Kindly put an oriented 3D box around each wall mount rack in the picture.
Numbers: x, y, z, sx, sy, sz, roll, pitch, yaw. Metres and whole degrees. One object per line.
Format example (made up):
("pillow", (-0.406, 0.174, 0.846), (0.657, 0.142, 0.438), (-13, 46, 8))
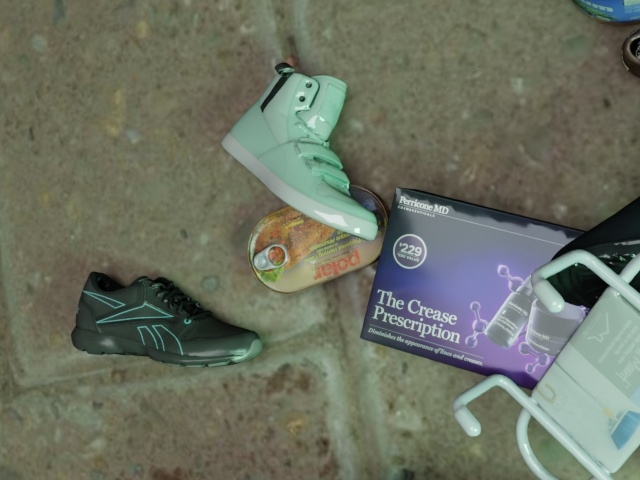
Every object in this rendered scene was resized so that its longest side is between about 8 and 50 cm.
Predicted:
("wall mount rack", (0.284, 0.186, 0.925), (0.304, 0.130, 0.350), (45, 137, 24))

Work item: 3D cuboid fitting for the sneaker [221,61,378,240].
("sneaker", (0.000, -0.114, 1.168), (0.256, 0.094, 0.151), (40, 99, 34))

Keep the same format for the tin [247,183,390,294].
("tin", (0.000, 0.000, 1.228), (0.189, 0.040, 0.106), (-21, 80, 18))

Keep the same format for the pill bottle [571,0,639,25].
("pill bottle", (0.303, -0.313, 0.991), (0.152, 0.272, 0.152), (0, 91, 19))

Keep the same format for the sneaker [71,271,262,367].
("sneaker", (-0.201, 0.102, 1.265), (0.267, 0.101, 0.106), (6, 90, 19))

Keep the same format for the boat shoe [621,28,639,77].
("boat shoe", (0.426, -0.187, 1.058), (0.207, 0.073, 0.073), (9, 93, 18))

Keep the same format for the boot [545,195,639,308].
("boot", (0.343, -0.052, 0.997), (0.246, 0.094, 0.207), (-21, 44, 37))

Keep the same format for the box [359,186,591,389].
("box", (0.197, 0.057, 1.127), (0.261, 0.103, 0.184), (15, 93, 18))
